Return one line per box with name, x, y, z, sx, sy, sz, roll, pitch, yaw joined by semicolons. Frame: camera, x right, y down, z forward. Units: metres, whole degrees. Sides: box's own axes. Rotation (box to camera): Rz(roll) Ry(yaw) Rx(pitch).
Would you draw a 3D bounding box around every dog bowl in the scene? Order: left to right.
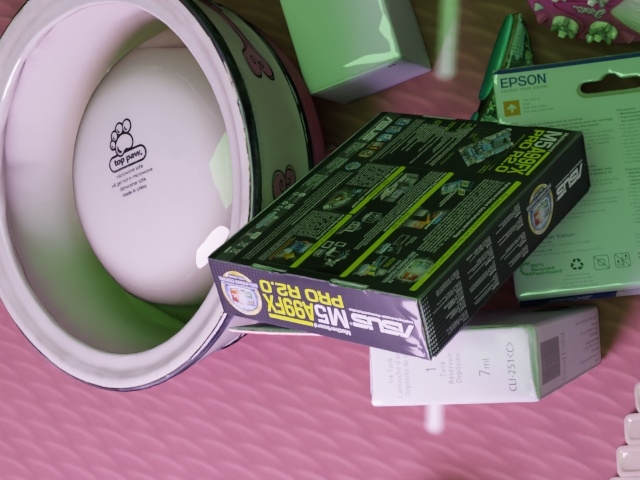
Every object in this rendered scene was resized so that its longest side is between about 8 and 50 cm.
dog bowl;-0.167;-0.063;1.288;0.408;0.150;0.408;5;98;40

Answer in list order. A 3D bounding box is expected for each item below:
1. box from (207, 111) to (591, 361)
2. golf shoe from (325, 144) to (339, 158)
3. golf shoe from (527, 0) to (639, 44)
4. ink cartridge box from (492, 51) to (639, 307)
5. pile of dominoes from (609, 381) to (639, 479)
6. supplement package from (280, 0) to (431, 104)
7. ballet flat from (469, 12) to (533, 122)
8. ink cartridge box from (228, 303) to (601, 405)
box;0.071;-0.016;1.095;0.216;0.270;0.060;10;128;37
golf shoe;0.000;0.000;1.317;0.086;0.067;0.186;30;100;17
golf shoe;0.344;-0.238;1.156;0.306;0.115;0.140;15;62;16
ink cartridge box;0.277;-0.060;1.189;0.223;0.045;0.224;-6;75;7
pile of dominoes;0.353;0.217;1.170;0.196;0.040;0.251;19;98;54
supplement package;0.026;-0.240;1.288;0.105;0.105;0.179;-19;83;20
ballet flat;0.178;-0.125;1.260;0.070;0.070;0.188;24;100;19
ink cartridge box;0.097;0.098;1.158;0.261;0.296;0.066;-3;89;22
